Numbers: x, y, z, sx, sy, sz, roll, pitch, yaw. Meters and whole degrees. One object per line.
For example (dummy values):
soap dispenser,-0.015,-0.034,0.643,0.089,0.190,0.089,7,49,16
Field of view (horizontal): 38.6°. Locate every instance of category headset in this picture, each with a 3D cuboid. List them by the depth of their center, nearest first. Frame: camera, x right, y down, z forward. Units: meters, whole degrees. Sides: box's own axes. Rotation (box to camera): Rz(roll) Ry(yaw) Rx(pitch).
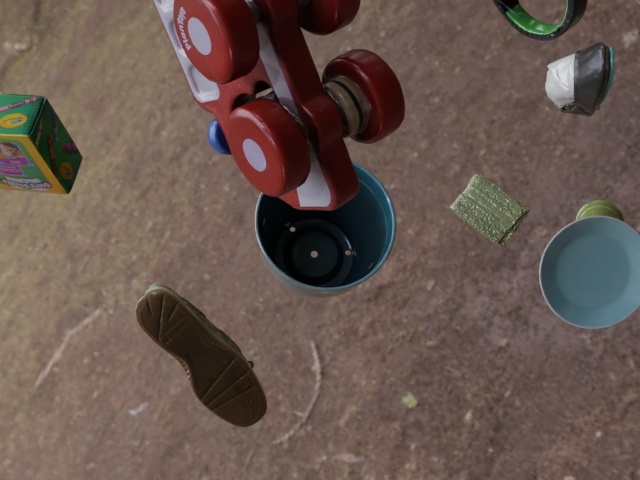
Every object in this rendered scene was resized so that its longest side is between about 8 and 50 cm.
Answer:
headset,0.396,-0.596,1.936,0.185,0.394,0.243,-33,2,-21

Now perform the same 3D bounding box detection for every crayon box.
crayon box,-0.547,-0.159,1.468,0.278,0.165,0.081,5,62,11

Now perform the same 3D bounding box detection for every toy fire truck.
toy fire truck,-0.068,-0.177,0.985,0.169,0.302,0.254,-32,20,-27

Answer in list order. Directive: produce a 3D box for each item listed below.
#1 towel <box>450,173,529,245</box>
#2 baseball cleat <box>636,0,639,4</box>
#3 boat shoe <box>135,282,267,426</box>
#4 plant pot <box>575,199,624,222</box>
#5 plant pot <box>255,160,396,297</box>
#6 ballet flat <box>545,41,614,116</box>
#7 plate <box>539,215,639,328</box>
towel,0.366,-0.065,1.982,0.148,0.027,0.110,37,86,16
baseball cleat,0.517,-0.322,1.195,0.206,0.072,0.109,32,71,38
boat shoe,-0.188,0.184,1.514,0.104,0.285,0.089,-35,12,8
plant pot,0.481,-0.021,1.577,0.083,0.083,0.079,-44,-2,22
plant pot,0.000,0.000,1.857,0.255,0.271,0.272,107,-176,-72
ballet flat,0.414,-0.248,1.481,0.096,0.280,0.095,1,85,12
plate,0.450,0.052,1.504,0.188,0.188,0.024,-55,6,5
